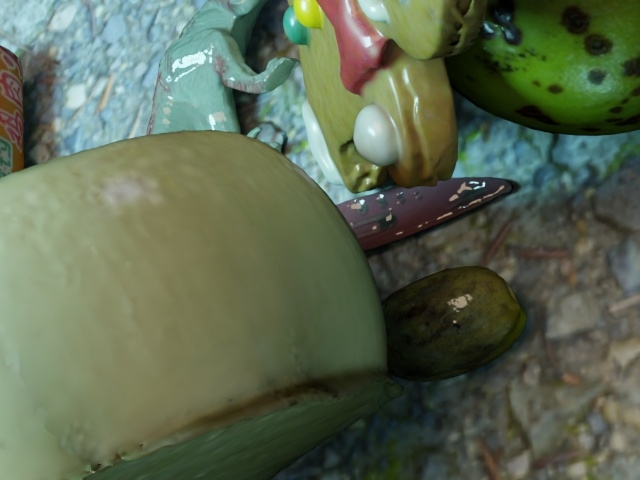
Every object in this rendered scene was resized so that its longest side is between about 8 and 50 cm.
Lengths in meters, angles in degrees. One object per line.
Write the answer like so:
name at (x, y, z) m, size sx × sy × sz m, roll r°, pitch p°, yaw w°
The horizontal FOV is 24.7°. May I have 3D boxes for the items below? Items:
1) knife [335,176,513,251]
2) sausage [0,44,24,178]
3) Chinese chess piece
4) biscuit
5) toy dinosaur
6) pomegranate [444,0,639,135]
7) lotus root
knife at (0.000, 0.000, 0.859) m, size 0.247 × 0.018 × 0.035 m, roll -18°, pitch 58°, yaw 25°
sausage at (-0.235, -0.020, 0.992) m, size 0.071 × 0.071 × 0.234 m, roll -21°, pitch 61°, yaw 26°
Chinese chess piece at (-0.128, 0.084, 0.709) m, size 0.338 × 0.338 × 0.141 m, roll -32°, pitch 75°, yaw 20°
biscuit at (0.014, -0.128, 0.703) m, size 0.047 × 0.339 × 0.216 m, roll -15°, pitch 93°, yaw -9°
toy dinosaur at (-0.080, -0.096, 0.928) m, size 0.167 × 0.053 × 0.242 m, roll 25°, pitch 87°, yaw 40°
pomegranate at (0.154, -0.158, 0.704) m, size 0.246 × 0.198 × 0.198 m, roll -30°, pitch 57°, yaw 22°
lotus root at (0.061, 0.047, 0.771) m, size 0.099 × 0.054 × 0.049 m, roll -21°, pitch 40°, yaw 26°
